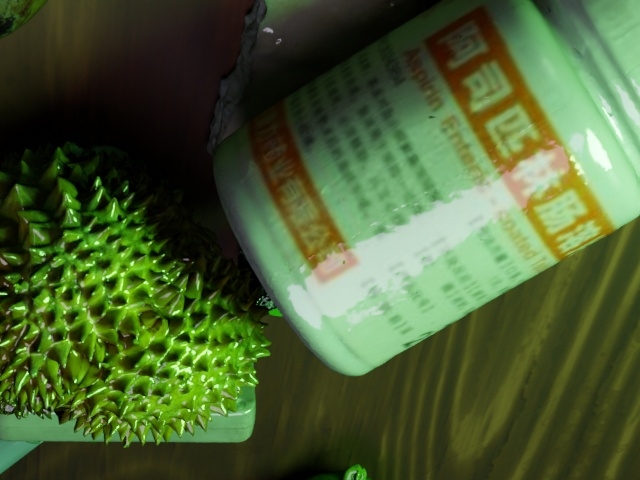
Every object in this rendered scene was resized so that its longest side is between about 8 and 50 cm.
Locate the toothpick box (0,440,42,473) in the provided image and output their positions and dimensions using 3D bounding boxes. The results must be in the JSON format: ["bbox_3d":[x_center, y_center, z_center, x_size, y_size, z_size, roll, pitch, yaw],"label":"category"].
[{"bbox_3d":[-0.307,0.192,1.520,0.083,0.052,0.052,-35,128,25],"label":"toothpick box"}]

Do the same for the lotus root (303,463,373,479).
[{"bbox_3d":[0.020,0.296,1.593,0.186,0.186,0.186,-3,135,-3],"label":"lotus root"}]

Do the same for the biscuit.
[{"bbox_3d":[0.008,-0.158,1.207,0.141,0.038,0.290,8,134,-14],"label":"biscuit"}]

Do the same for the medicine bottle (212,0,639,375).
[{"bbox_3d":[0.126,-0.074,1.153,0.371,0.211,0.211,-31,131,11],"label":"medicine bottle"}]

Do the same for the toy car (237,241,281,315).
[{"bbox_3d":[0.000,0.000,1.347,0.165,0.071,0.062,-38,141,29],"label":"toy car"}]

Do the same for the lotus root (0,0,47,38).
[{"bbox_3d":[-0.222,-0.214,1.080,0.120,0.120,0.209,23,127,-26],"label":"lotus root"}]

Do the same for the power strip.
[{"bbox_3d":[-0.203,0.133,1.441,0.288,0.093,0.053,2,138,-7],"label":"power strip"}]

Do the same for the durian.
[{"bbox_3d":[-0.182,0.036,1.239,0.291,0.291,0.225,10,89,-15],"label":"durian"}]
